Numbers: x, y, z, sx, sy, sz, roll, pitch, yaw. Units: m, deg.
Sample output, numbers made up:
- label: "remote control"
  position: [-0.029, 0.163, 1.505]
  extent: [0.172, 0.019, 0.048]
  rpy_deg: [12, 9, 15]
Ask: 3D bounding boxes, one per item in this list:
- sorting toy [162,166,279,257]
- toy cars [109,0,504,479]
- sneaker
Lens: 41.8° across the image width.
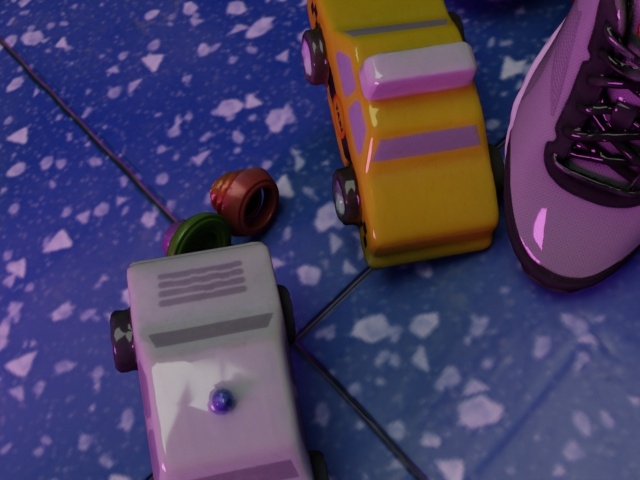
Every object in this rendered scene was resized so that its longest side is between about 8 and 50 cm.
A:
- label: "sorting toy"
  position: [-0.071, -0.010, 0.545]
  extent: [0.042, 0.061, 0.102]
  rpy_deg: [25, 49, 31]
- label: "toy cars"
  position: [0.000, 0.000, 0.460]
  extent: [0.176, 0.087, 0.394]
  rpy_deg: [29, 72, 3]
- label: "sneaker"
  position: [0.150, -0.086, 0.402]
  extent: [0.100, 0.272, 0.108]
  rpy_deg: [24, 34, 14]
